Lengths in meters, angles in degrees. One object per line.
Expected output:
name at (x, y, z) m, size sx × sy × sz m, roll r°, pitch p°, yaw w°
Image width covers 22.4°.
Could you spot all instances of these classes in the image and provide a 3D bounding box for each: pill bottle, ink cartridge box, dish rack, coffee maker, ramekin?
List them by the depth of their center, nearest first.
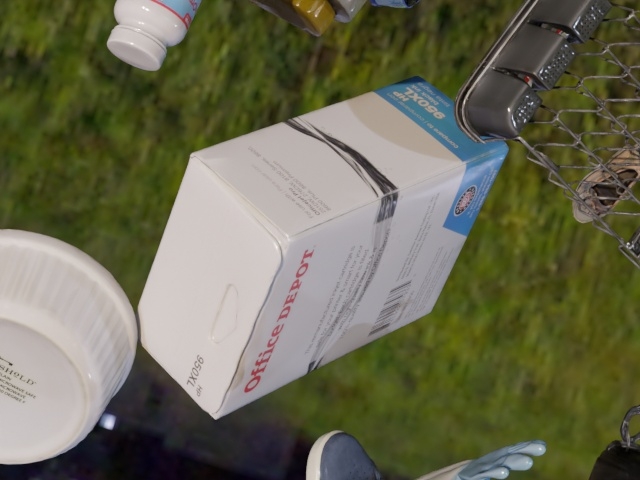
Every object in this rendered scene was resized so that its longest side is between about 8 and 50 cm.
dish rack at (0.267, -0.105, 1.396) m, size 0.271 × 0.208 × 0.074 m, roll 41°, pitch 172°, yaw -28°
coffee maker at (0.377, 0.284, 1.730) m, size 0.120 × 0.171 × 0.178 m, roll -9°, pitch -165°, yaw -33°
ramekin at (-0.350, 0.131, 1.812) m, size 0.273 × 0.272 × 0.127 m, roll 18°, pitch -146°, yaw -6°
pill bottle at (-0.180, -0.277, 1.833) m, size 0.087 × 0.160 × 0.087 m, roll 21°, pitch 164°, yaw 6°
ink cartridge box at (0.000, 0.000, 1.890) m, size 0.166 × 0.285 × 0.395 m, roll 42°, pitch -139°, yaw 24°

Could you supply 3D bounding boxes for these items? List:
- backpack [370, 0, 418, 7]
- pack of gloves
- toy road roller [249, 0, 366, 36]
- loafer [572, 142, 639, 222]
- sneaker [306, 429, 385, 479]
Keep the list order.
backpack at (0.082, -0.336, 1.926) m, size 0.084 × 0.114 × 0.105 m, roll 2°, pitch -159°, yaw 24°
pack of gloves at (0.104, 0.260, 1.504) m, size 0.195 × 0.046 × 0.232 m, roll -30°, pitch 179°, yaw -35°
toy road roller at (-0.069, -0.438, 2.067) m, size 0.330 × 0.202 × 0.240 m, roll 33°, pitch 171°, yaw 28°
loafer at (0.312, -0.057, 1.765) m, size 0.045 × 0.039 × 0.125 m, roll 31°, pitch 134°, yaw -7°
sneaker at (0.109, 0.382, 1.963) m, size 0.148 × 0.350 × 0.131 m, roll -27°, pitch 178°, yaw 40°
